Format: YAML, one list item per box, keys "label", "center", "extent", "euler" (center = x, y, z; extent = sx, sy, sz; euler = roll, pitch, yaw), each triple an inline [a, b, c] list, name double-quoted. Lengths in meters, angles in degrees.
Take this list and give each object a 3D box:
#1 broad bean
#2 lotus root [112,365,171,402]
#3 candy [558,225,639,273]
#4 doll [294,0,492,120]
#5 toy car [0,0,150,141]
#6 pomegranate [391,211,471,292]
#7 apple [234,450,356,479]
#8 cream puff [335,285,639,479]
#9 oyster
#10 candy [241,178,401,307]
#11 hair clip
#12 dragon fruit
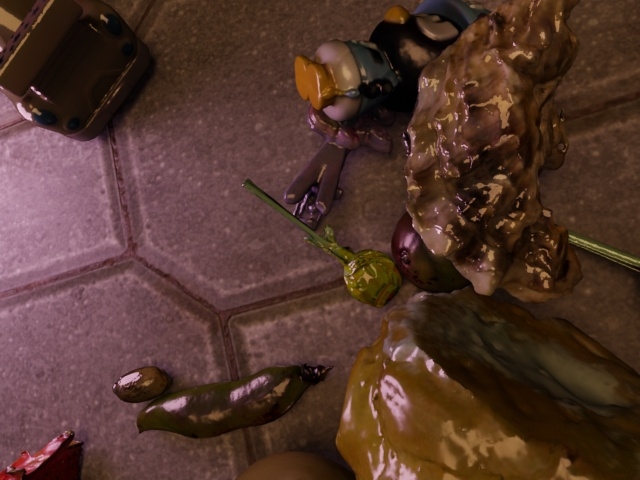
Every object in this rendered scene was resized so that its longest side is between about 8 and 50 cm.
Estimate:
- label: "broad bean"
  center: [-0.133, 0.242, 0.676]
  extent: [0.339, 0.061, 0.077]
  euler: [-18, 71, 10]
- label: "lotus root"
  center: [-0.285, 0.230, 0.721]
  extent: [0.099, 0.054, 0.049]
  euler: [-16, 58, 11]
- label: "candy"
  center: [0.347, 0.006, 0.590]
  extent: [0.336, 0.092, 0.093]
  euler: [26, 94, 25]
- label: "doll"
  center: [0.126, -0.240, 0.606]
  extent: [0.314, 0.141, 0.177]
  euler: [-18, 37, -16]
- label: "toy car"
  center: [-0.493, -0.347, 0.768]
  extent: [0.336, 0.226, 0.242]
  euler: [37, 92, 15]
- label: "pomegranate"
  center: [0.158, 0.009, 0.614]
  extent: [0.130, 0.130, 0.130]
  euler: [-2, 81, 14]
- label: "apple"
  center: [-0.011, 0.380, 0.519]
  extent: [0.258, 0.295, 0.233]
  euler: [22, 59, 16]
- label: "cream puff"
  center: [0.184, 0.234, 0.465]
  extent: [0.378, 0.378, 0.275]
  euler: [25, 112, 16]
- label: "oyster"
  center: [0.219, -0.107, 0.519]
  extent: [0.238, 0.115, 0.351]
  euler: [8, 100, -22]
- label: "candy"
  center: [0.001, -0.002, 0.634]
  extent: [0.262, 0.073, 0.077]
  euler: [37, 106, -7]
- label: "hair clip"
  center: [0.034, -0.141, 0.676]
  extent: [0.137, 0.090, 0.278]
  euler: [24, 89, 8]
- label: "dragon fruit"
  center: [-0.471, 0.428, 0.683]
  extent: [0.126, 0.161, 0.273]
  euler: [6, 85, 13]
